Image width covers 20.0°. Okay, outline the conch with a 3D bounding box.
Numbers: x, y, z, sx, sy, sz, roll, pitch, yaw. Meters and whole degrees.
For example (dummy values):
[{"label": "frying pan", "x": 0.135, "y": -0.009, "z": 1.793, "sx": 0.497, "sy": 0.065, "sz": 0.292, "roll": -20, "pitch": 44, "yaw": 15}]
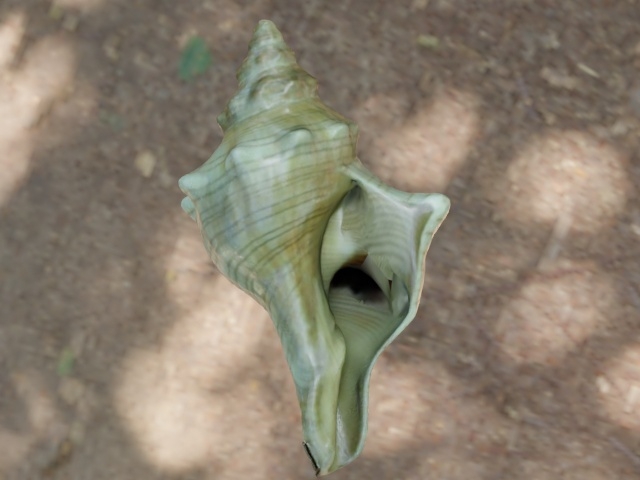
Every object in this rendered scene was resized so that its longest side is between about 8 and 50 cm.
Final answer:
[{"label": "conch", "x": 0.003, "y": -0.009, "z": 1.016, "sx": 0.137, "sy": 0.114, "sz": 0.234, "roll": -29, "pitch": 96, "yaw": 8}]
